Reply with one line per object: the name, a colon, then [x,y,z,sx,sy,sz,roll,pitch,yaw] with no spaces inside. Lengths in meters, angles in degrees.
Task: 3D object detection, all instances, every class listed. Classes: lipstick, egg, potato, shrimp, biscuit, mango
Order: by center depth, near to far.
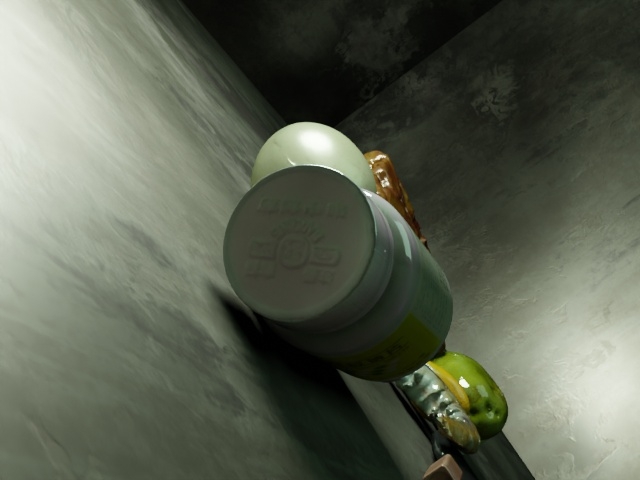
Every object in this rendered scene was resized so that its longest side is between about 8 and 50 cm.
lipstick: [0.189,0.363,1.395,0.045,0.045,0.145,54,4,13]
egg: [-0.014,-0.090,1.611,0.269,0.219,0.219,53,4,41]
shrimp: [0.214,0.312,1.631,0.185,0.068,0.287,41,9,-16]
mango: [0.219,0.295,1.778,0.187,0.101,0.066,45,19,14]
potato: [0.300,0.325,1.922,0.186,0.149,0.253,13,18,-30]
biscuit: [0.146,0.035,2.011,0.343,0.166,0.395,-74,141,-61]

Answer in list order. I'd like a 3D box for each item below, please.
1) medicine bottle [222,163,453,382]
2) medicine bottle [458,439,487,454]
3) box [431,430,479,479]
medicine bottle: [0.035,0.052,1.163,0.213,0.213,0.378,56,6,25]
medicine bottle: [0.333,0.428,1.981,0.047,0.083,0.047,53,5,-6]
box: [0.253,0.423,1.570,0.201,0.042,0.212,54,5,2]
